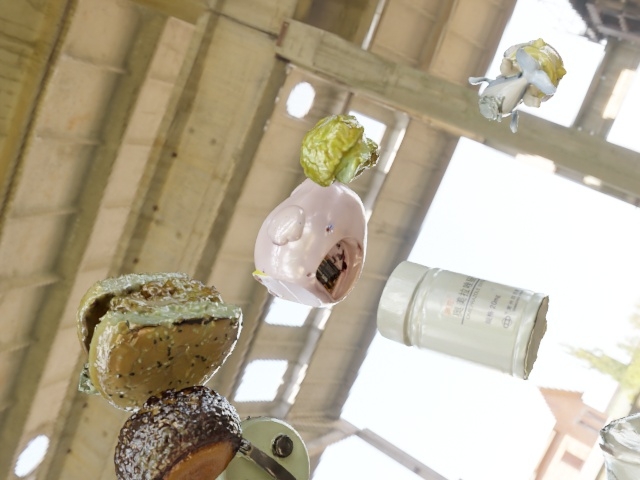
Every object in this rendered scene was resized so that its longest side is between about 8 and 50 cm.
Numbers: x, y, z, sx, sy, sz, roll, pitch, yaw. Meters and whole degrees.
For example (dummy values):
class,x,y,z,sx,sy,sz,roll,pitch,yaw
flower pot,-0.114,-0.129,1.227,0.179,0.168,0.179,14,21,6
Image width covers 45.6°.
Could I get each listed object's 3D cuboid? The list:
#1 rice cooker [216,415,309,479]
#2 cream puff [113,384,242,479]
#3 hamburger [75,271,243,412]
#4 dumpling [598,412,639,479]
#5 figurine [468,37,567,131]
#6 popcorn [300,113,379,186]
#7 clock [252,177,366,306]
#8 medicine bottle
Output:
class,x,y,z,sx,sy,sz,roll,pitch,yaw
rice cooker,-0.148,0.487,1.606,0.226,0.226,0.244,-40,8,-37
cream puff,-0.259,0.364,1.375,0.239,0.165,0.239,-32,-30,-21
hamburger,-0.334,0.206,1.541,0.318,0.195,0.276,-5,-52,-41
dumpling,0.550,0.349,1.098,0.181,0.260,0.341,-54,-48,-33
figurine,0.357,-0.282,1.342,0.184,0.128,0.208,-40,3,-4
popcorn,0.042,-0.231,1.974,0.204,0.183,0.221,-41,1,17
clock,0.000,0.000,2.266,0.376,0.251,0.368,-64,-34,-18
medicine bottle,0.305,0.166,1.642,0.190,0.332,0.189,-40,-43,-52
